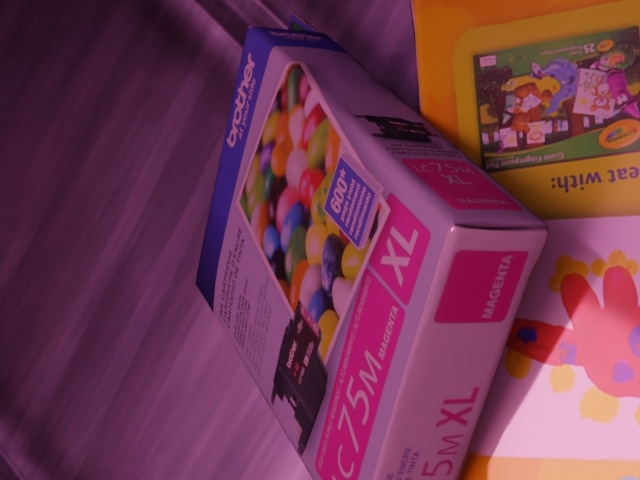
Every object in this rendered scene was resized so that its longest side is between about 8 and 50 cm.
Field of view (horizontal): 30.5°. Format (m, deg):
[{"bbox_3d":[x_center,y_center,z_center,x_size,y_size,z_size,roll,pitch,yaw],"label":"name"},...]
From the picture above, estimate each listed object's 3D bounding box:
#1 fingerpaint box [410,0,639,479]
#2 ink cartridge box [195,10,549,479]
[{"bbox_3d":[0.291,0.031,0.601,0.445,0.163,0.371,-7,80,22],"label":"fingerpaint box"},{"bbox_3d":[0.000,0.000,0.669,0.311,0.065,0.185,-126,45,-54],"label":"ink cartridge box"}]
